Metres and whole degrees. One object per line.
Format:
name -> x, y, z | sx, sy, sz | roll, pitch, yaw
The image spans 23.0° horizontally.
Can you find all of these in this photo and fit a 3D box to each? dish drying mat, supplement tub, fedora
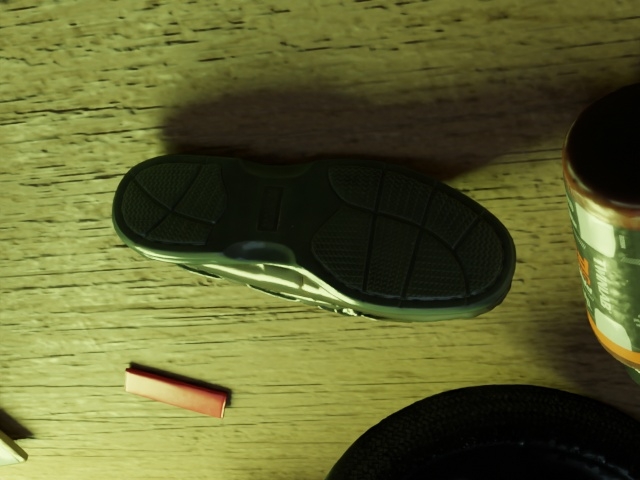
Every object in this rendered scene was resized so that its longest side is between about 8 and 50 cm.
dish drying mat -> -0.116, 0.121, 1.255 | 0.083, 0.008, 0.032 | 15, 141, 2
supplement tub -> 0.204, 0.009, 0.928 | 0.106, 0.106, 0.198 | 1, 138, 19
fedora -> 0.133, 0.256, 1.185 | 0.334, 0.334, 0.152 | 24, 175, -10

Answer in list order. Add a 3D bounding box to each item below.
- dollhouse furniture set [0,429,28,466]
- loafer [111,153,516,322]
dollhouse furniture set -> -0.376, 0.254, 1.272 | 0.151, 0.302, 0.197 | -15, 130, 37
loafer -> 0.000, 0.000, 1.020 | 0.267, 0.096, 0.084 | 11, 162, 17
